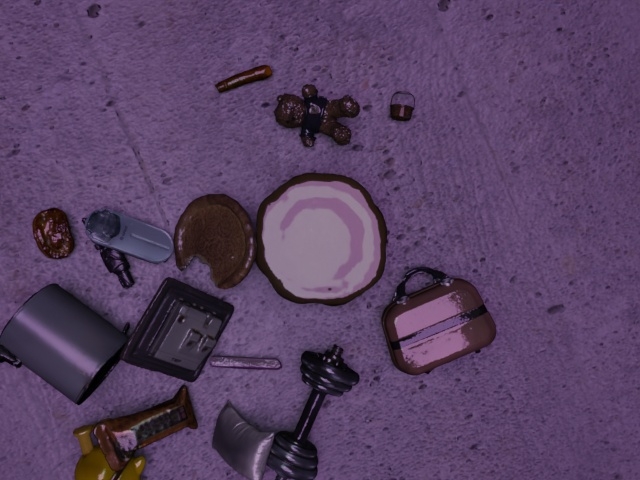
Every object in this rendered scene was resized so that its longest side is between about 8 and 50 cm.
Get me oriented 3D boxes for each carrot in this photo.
[{"bbox_3d":[-0.223,-0.467,1.826,0.170,0.042,0.042,-20,90,-1],"label":"carrot"}]

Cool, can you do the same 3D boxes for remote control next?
[{"bbox_3d":[-0.532,-0.009,1.757,0.247,0.052,0.104,23,67,-17],"label":"remote control"}]

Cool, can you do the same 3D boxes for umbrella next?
[{"bbox_3d":[-0.590,0.027,1.782,0.066,0.059,0.236,-29,89,14],"label":"umbrella"}]

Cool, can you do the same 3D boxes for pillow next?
[{"bbox_3d":[-0.213,0.545,1.708,0.078,0.254,0.144,28,82,-36],"label":"pillow"}]

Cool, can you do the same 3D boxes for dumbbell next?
[{"bbox_3d":[-0.030,0.480,1.740,0.179,0.179,0.406,24,88,-2],"label":"dumbbell"}]

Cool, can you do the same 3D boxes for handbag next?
[{"bbox_3d":[0.314,0.212,1.783,0.301,0.149,0.283,-21,88,-2],"label":"handbag"}]

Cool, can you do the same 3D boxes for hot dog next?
[{"bbox_3d":[-0.750,-0.019,1.772,0.099,0.065,0.147,-13,87,-13],"label":"hot dog"}]

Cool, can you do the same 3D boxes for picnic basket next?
[{"bbox_3d":[0.238,-0.394,1.834,0.072,0.072,0.083,9,88,-3],"label":"picnic basket"}]

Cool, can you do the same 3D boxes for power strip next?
[{"bbox_3d":[-0.373,0.258,1.715,0.257,0.092,0.251,31,93,-42],"label":"power strip"}]

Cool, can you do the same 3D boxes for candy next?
[{"bbox_3d":[-0.468,0.512,1.716,0.271,0.101,0.143,-20,91,-31],"label":"candy"}]

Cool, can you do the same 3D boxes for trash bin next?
[{"bbox_3d":[-0.680,0.275,1.691,0.262,0.217,0.277,38,61,-1],"label":"trash bin"}]

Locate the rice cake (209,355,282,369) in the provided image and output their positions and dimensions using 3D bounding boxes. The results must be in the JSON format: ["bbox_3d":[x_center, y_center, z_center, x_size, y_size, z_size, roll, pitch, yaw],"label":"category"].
[{"bbox_3d":[-0.212,0.350,1.798,0.206,0.047,0.036,4,82,-4],"label":"rice cake"}]

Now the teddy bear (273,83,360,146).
[{"bbox_3d":[-0.007,-0.350,1.791,0.251,0.129,0.182,15,109,15],"label":"teddy bear"}]

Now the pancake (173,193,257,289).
[{"bbox_3d":[-0.298,0.008,1.733,0.286,0.033,0.288,-34,68,23],"label":"pancake"}]

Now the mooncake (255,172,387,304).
[{"bbox_3d":[0.000,0.000,1.752,0.378,0.201,0.379,0,88,1],"label":"mooncake"}]

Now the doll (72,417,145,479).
[{"bbox_3d":[-0.567,0.674,1.726,0.199,0.145,0.363,-16,96,-8],"label":"doll"}]
